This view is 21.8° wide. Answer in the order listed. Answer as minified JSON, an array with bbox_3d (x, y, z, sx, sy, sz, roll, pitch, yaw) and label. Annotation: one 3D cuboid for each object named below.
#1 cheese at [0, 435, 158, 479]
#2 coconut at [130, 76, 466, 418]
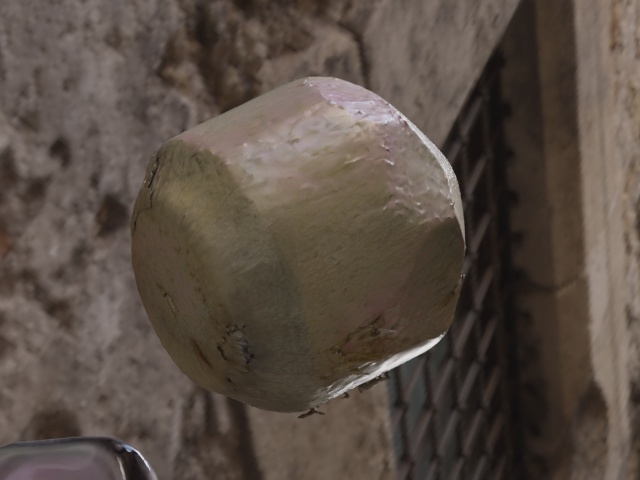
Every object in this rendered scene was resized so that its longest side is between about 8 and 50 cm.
[{"bbox_3d":[-0.144,0.068,0.343,0.227,0.137,0.064,-6,-26,10],"label":"cheese"},{"bbox_3d":[0.000,0.000,0.872,0.171,0.183,0.171,44,-33,39],"label":"coconut"}]
